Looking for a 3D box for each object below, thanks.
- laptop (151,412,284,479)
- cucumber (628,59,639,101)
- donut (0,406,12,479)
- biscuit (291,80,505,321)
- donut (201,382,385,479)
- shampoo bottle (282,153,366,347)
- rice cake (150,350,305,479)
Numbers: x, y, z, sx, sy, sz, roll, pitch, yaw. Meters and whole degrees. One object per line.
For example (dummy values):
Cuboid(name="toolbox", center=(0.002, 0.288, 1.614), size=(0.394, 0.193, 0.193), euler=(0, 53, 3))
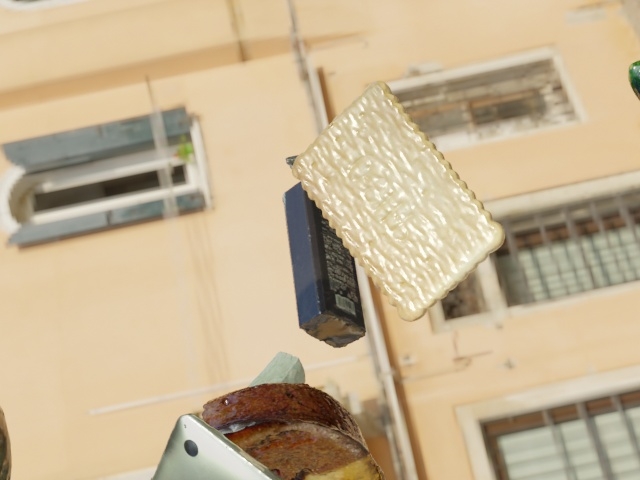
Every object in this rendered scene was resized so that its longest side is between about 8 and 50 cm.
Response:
Cuboid(name="laptop", center=(-0.070, 0.270, 0.898), size=(0.015, 0.187, 0.269), euler=(-34, -26, -53))
Cuboid(name="cucumber", center=(0.406, -0.087, 1.215), size=(0.284, 0.056, 0.056), euler=(40, -165, -21))
Cuboid(name="donut", center=(-0.339, 0.220, 0.961), size=(0.208, 0.128, 0.261), euler=(36, -118, -74))
Cuboid(name="biscuit", center=(0.085, -0.046, 1.374), size=(0.249, 0.160, 0.030), euler=(53, -160, 21))
Cuboid(name="donut", center=(-0.019, 0.210, 1.161), size=(0.085, 0.141, 0.217), euler=(-104, -11, -51))
Cuboid(name="shampoo bottle", center=(0.000, 0.000, 1.744), size=(0.098, 0.071, 0.309), euler=(28, -138, -39))
Cuboid(name="rice cake", center=(-0.096, 0.201, 1.270), size=(0.245, 0.042, 0.045), euler=(-42, -46, -45))
